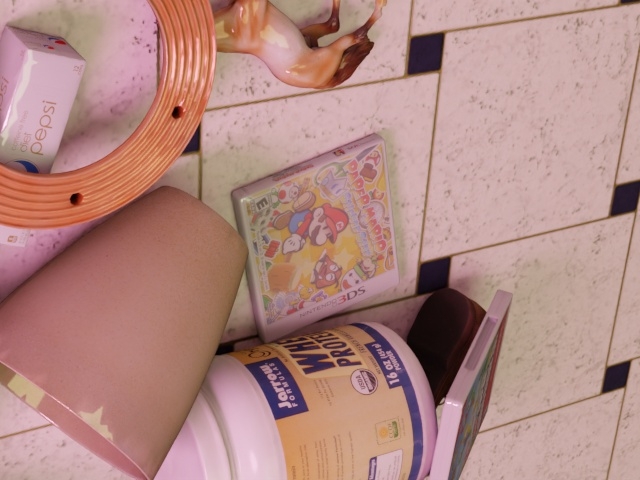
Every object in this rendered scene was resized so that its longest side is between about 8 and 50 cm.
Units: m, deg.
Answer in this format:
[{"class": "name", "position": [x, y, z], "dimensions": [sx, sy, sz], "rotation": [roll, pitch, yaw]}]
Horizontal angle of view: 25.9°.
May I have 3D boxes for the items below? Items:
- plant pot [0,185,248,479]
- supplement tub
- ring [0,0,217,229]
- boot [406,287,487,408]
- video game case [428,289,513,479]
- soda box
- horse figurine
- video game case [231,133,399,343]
[{"class": "plant pot", "position": [-0.207, 0.084, 1.536], "dimensions": [0.274, 0.256, 0.256], "rotation": [-53, 134, -17]}, {"class": "supplement tub", "position": [-0.040, 0.238, 1.727], "dimensions": [0.316, 0.228, 0.228], "rotation": [-12, 123, -28]}, {"class": "ring", "position": [-0.257, -0.169, 1.372], "dimensions": [0.336, 0.032, 0.336], "rotation": [-16, 123, -26]}, {"class": "boot", "position": [0.139, 0.216, 1.922], "dimensions": [0.305, 0.112, 0.115], "rotation": [-56, 142, 5]}, {"class": "video game case", "position": [0.191, 0.215, 1.804], "dimensions": [0.285, 0.025, 0.204], "rotation": [-52, 154, -57]}, {"class": "soda box", "position": [-0.316, -0.106, 1.440], "dimensions": [0.069, 0.074, 0.216], "rotation": [8, 112, -37]}, {"class": "horse figurine", "position": [-0.034, -0.242, 1.552], "dimensions": [0.263, 0.066, 0.174], "rotation": [31, 92, -39]}, {"class": "video game case", "position": [0.000, 0.000, 1.746], "dimensions": [0.206, 0.026, 0.227], "rotation": [-23, 127, -21]}]
